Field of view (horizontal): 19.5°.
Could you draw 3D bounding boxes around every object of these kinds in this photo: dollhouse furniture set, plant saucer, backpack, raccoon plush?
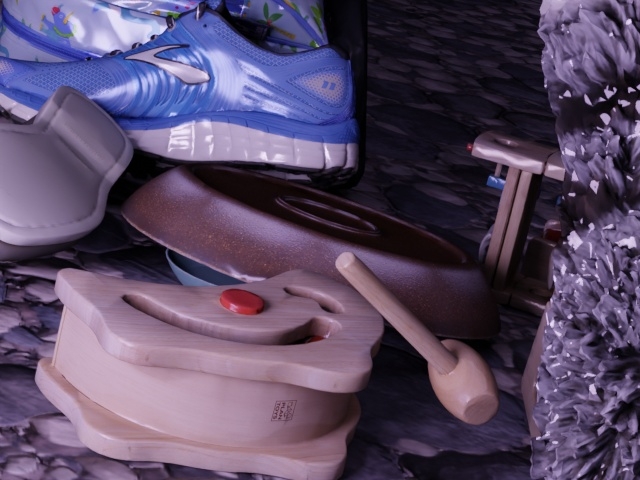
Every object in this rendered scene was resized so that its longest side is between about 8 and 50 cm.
[{"bbox_3d":[0.195,-0.025,1.616,0.129,0.129,0.183,18,18,14],"label":"dollhouse furniture set"},{"bbox_3d":[-0.062,0.030,1.424,0.119,0.021,0.119,12,16,-3],"label":"plant saucer"},{"bbox_3d":[-0.131,-0.196,1.781,0.355,0.273,0.290,1,23,2],"label":"backpack"},{"bbox_3d":[0.000,0.000,1.449,0.310,0.050,0.310,19,9,-3],"label":"plant saucer"},{"bbox_3d":[0.271,0.044,0.969,0.299,0.446,0.216,-1,27,25],"label":"raccoon plush"}]

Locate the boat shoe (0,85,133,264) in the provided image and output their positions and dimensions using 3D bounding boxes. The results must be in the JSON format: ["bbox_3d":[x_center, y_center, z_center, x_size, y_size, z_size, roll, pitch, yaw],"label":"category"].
[{"bbox_3d":[-0.220,-0.034,1.390,0.109,0.091,0.305,45,17,-6],"label":"boat shoe"}]

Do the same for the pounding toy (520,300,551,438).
[{"bbox_3d":[0.207,0.113,1.269,0.130,0.100,0.141,11,27,-7],"label":"pounding toy"}]

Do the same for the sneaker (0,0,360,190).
[{"bbox_3d":[-0.125,-0.131,1.597,0.330,0.147,0.130,6,-11,5],"label":"sneaker"}]

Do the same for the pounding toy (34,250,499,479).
[{"bbox_3d":[-0.030,0.047,1.156,0.269,0.155,0.154,9,22,-16],"label":"pounding toy"}]
